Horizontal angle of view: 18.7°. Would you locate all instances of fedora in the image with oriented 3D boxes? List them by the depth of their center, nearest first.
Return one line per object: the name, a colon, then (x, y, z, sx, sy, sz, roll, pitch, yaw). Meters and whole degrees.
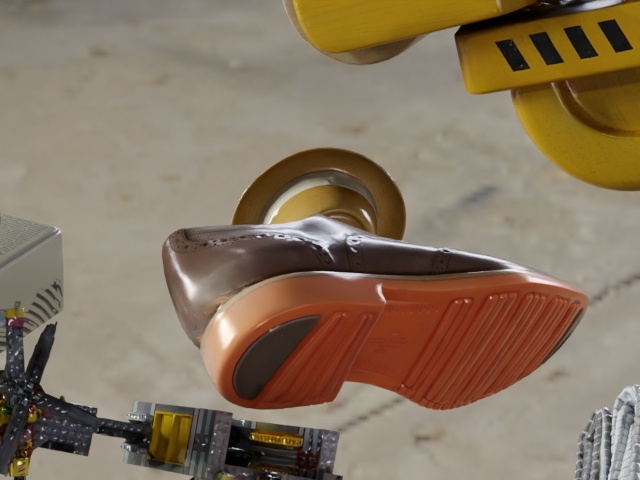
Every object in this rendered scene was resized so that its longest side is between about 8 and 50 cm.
fedora: (0.000, 0.000, 2.037, 0.194, 0.194, 0.079, -2, 26, -5)

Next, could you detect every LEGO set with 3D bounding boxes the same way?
LEGO set: (-0.135, 0.207, 1.352, 0.331, 0.255, 0.192, 22, -12, -24)

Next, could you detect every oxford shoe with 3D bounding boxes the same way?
oxford shoe: (0.049, 0.034, 1.389, 0.363, 0.130, 0.133, 5, 37, -44)

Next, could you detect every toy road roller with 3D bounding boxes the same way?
toy road roller: (0.157, -0.153, 1.418, 0.329, 0.241, 0.202, -9, 13, 22)

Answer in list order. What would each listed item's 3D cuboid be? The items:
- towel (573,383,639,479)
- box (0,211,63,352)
towel: (0.388, 0.321, 2.154, 0.235, 0.121, 0.284, 40, 30, -12)
box: (-0.359, 0.066, 1.817, 0.113, 0.094, 0.275, 15, 29, 25)
